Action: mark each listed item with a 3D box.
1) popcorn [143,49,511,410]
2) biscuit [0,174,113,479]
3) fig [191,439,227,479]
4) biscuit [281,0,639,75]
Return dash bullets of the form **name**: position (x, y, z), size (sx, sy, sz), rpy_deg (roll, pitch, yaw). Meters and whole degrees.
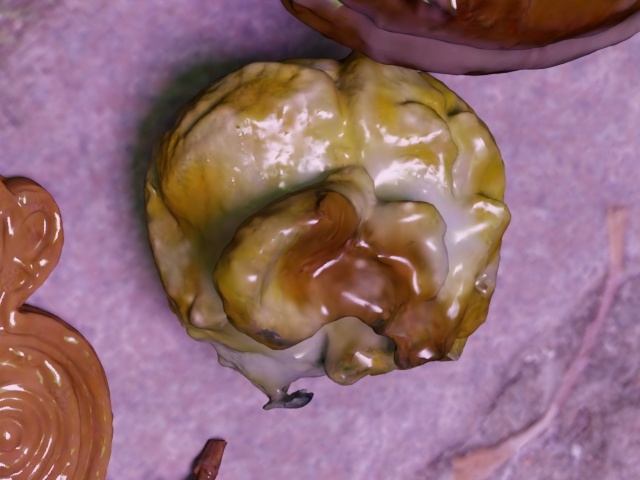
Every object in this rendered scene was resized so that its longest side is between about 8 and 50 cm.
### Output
- **popcorn**: position (0.000, 0.000, 0.825), size (0.198, 0.212, 0.198), rpy_deg (0, 107, -1)
- **biscuit**: position (-0.207, 0.061, 0.854), size (0.202, 0.044, 0.288), rpy_deg (-6, 106, -18)
- **fig**: position (-0.099, 0.183, 0.896), size (0.119, 0.119, 0.153), rpy_deg (2, 61, -20)
- **biscuit**: position (0.067, -0.236, 0.803), size (0.332, 0.103, 0.332), rpy_deg (5, 76, -23)
